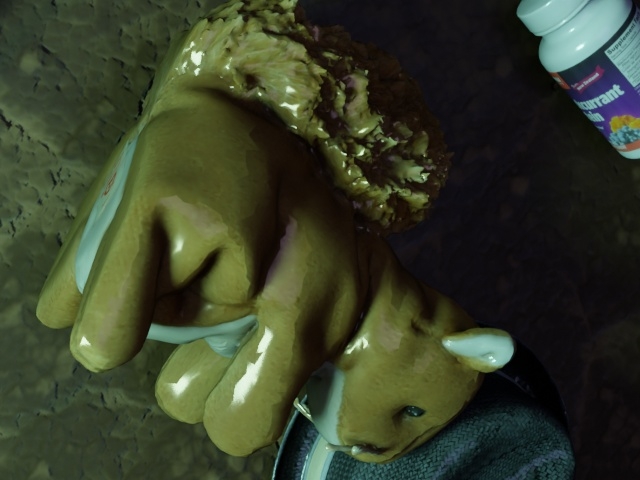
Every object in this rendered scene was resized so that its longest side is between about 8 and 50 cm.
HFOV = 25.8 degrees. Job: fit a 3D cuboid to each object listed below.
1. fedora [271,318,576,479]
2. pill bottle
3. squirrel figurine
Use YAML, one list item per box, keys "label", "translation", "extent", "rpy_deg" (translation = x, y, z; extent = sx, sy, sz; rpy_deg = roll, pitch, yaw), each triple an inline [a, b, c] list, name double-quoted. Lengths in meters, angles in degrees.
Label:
- label: "fedora"
  translation: [0.124, 0.235, 1.341]
  extent: [0.334, 0.152, 0.334]
  rpy_deg: [-1, 93, -22]
- label: "pill bottle"
  translation: [0.288, -0.184, 1.406]
  extent: [0.193, 0.108, 0.108]
  rpy_deg: [45, 77, -17]
- label: "squirrel figurine"
  translation: [0.000, 0.000, 1.207]
  extent: [0.370, 0.281, 0.397]
  rpy_deg: [25, 79, -17]
